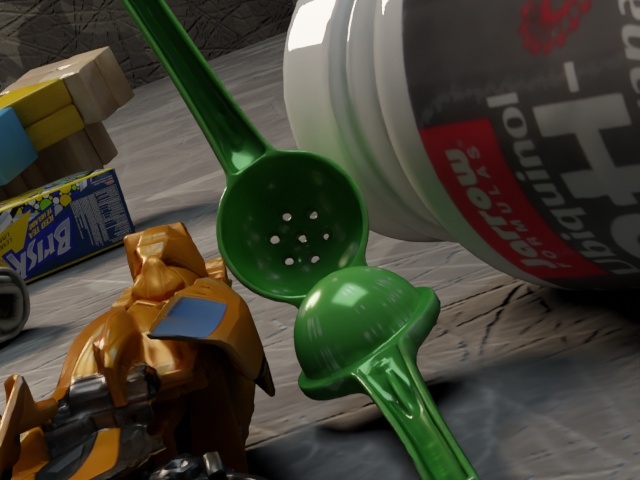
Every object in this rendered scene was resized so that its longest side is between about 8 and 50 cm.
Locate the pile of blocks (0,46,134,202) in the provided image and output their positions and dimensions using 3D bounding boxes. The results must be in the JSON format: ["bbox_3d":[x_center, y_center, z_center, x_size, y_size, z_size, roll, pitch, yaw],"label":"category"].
[{"bbox_3d":[-0.288,-0.007,1.257,0.362,0.112,0.149,-26,20,1],"label":"pile of blocks"}]

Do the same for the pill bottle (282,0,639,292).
[{"bbox_3d":[0.129,-0.071,0.594,0.176,0.176,0.318,-25,11,-34],"label":"pill bottle"}]

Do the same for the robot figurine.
[{"bbox_3d":[-0.104,0.072,0.495,0.211,0.085,0.291,-16,10,6],"label":"robot figurine"}]

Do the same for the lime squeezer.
[{"bbox_3d":[0.000,0.000,0.600,0.059,0.110,0.310,-22,47,-11],"label":"lime squeezer"}]

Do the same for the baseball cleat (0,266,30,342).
[{"bbox_3d":[-0.219,0.037,1.019,0.109,0.072,0.206,-5,14,-1],"label":"baseball cleat"}]

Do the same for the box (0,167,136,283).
[{"bbox_3d":[-0.215,0.004,1.186,0.169,0.054,0.059,-23,11,-29],"label":"box"}]
